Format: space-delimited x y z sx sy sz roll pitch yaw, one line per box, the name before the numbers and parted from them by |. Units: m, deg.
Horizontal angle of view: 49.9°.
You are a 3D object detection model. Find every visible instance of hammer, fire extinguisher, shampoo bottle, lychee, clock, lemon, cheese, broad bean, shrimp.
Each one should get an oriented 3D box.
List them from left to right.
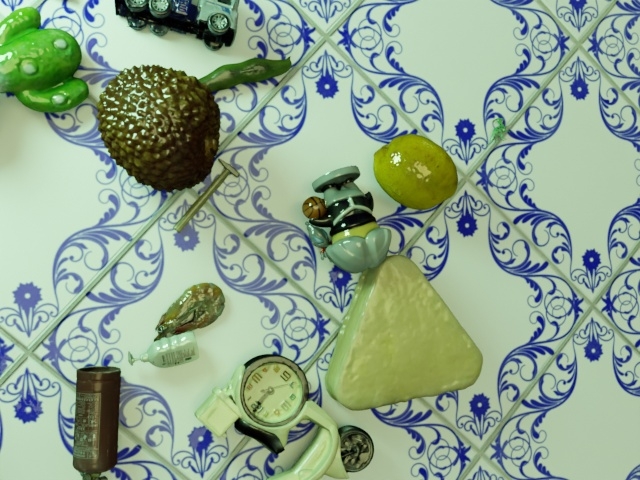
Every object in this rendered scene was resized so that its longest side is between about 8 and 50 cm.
fire extinguisher | -0.484 0.410 1.479 0.105 0.105 0.268 2 89 -15
lychee | -0.344 -0.239 1.455 0.268 0.267 0.267 0 89 -15
shampoo bottle | -0.350 0.252 1.530 0.152 0.045 0.077 -14 128 -16
shrimp | -0.299 0.170 1.557 0.190 0.042 0.101 -38 106 -14
hammer | -0.271 -0.101 1.583 0.062 0.013 0.199 42 79 -10
broad bean | -0.202 -0.380 1.592 0.298 0.043 0.060 -21 105 -14
clock | -0.080 0.444 1.579 0.276 0.120 0.379 -43 95 -16
cheese | 0.190 0.206 1.654 0.384 0.104 0.383 0 89 -15
lemon | 0.227 -0.164 1.642 0.207 0.170 0.170 38 80 -5

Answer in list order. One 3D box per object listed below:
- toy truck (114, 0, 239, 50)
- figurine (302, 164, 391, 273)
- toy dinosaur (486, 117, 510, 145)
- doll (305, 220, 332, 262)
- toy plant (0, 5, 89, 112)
toy truck | -0.310 -0.536 1.525 0.268 0.124 0.155 13 81 -13
figurine | 0.062 -0.039 1.588 0.176 0.133 0.236 -19 80 -12
toy dinosaur | 0.454 -0.283 1.778 0.083 0.021 0.062 -18 87 -18
doll | 0.001 0.000 1.641 0.057 0.039 0.114 -40 102 -7
toy plant | -0.653 -0.360 1.426 0.316 0.184 0.224 -20 99 -30
